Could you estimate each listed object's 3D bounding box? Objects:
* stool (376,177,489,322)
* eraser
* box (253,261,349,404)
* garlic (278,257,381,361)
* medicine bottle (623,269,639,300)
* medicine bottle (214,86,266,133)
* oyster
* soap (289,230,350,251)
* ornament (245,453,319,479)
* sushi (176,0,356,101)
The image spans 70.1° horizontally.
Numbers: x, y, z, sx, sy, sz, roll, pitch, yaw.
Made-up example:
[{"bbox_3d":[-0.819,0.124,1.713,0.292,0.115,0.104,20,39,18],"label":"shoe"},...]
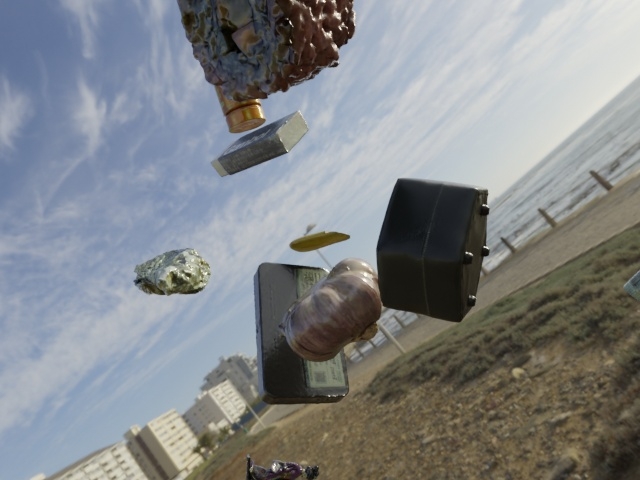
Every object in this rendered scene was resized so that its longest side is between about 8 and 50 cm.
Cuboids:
[{"bbox_3d":[0.185,0.010,0.727,0.232,0.141,0.232,-26,-60,-57],"label":"stool"},{"bbox_3d":[-0.125,-0.189,0.917,0.212,0.046,0.092,-11,34,43],"label":"eraser"},{"bbox_3d":[-0.053,0.218,1.120,0.211,0.350,0.058,8,-38,-21],"label":"box"},{"bbox_3d":[0.037,0.148,0.921,0.245,0.160,0.245,-45,4,4],"label":"garlic"},{"bbox_3d":[0.672,0.080,0.937,0.047,0.047,0.083,-25,-30,-56],"label":"medicine bottle"},{"bbox_3d":[-0.202,-0.362,1.082,0.096,0.192,0.096,-18,2,1],"label":"medicine bottle"},{"bbox_3d":[-0.376,0.081,1.165,0.198,0.112,0.267,-8,11,-41],"label":"oyster"},{"bbox_3d":[0.000,0.000,1.189,0.168,0.033,0.089,-15,-15,16],"label":"soap"},{"bbox_3d":[-0.104,0.630,1.217,0.088,0.203,0.081,122,158,-69],"label":"ornament"},{"bbox_3d":[-0.081,-0.330,0.594,0.236,0.270,0.171,11,36,43],"label":"sushi"}]
